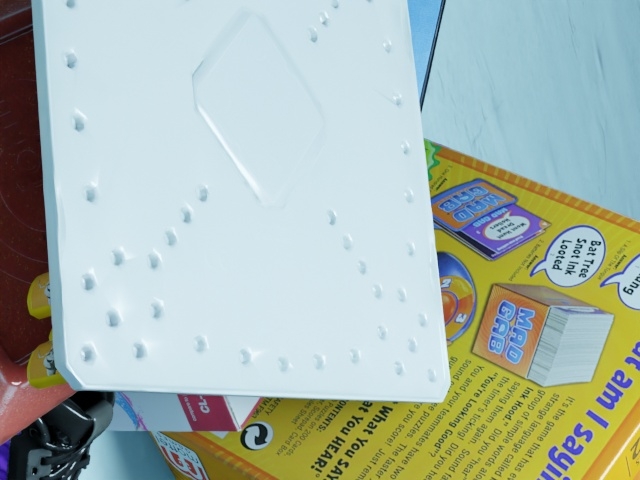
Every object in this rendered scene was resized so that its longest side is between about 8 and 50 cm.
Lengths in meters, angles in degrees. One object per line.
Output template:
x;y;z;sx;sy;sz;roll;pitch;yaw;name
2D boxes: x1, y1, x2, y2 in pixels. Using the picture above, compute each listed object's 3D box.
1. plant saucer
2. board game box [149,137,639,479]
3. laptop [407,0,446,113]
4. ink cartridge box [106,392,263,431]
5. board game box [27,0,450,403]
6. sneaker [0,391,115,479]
-0.187;-0.033;0.999;0.259;0.048;0.258;-35;98;-45;plant saucer
0.136;0.190;1.350;0.356;0.356;0.356;-48;143;-24;board game box
-0.097;-0.224;1.188;0.408;0.236;0.382;51;45;-51;laptop
-0.120;0.082;1.203;0.127;0.175;0.072;-55;134;-50;ink cartridge box
-0.057;-0.084;1.066;0.390;0.050;0.389;10;70;-52;board game box
-0.201;0.138;1.068;0.102;0.146;0.293;-48;130;-55;sneaker
